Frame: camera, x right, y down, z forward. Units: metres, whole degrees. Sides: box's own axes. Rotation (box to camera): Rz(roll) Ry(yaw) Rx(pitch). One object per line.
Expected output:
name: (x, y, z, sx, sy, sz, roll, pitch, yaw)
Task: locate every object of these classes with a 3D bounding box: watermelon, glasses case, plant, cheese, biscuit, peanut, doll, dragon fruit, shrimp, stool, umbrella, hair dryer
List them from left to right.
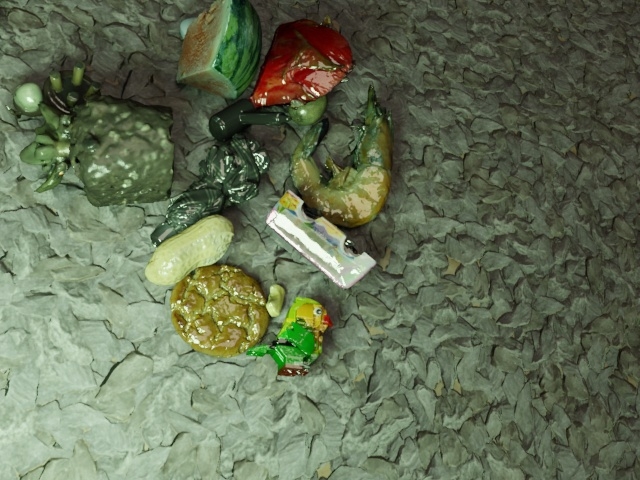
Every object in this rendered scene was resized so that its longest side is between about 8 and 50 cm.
stool: (-0.587, -0.325, 1.360, 0.217, 0.121, 0.125, -6, 72, -28)
plant: (-0.470, -0.192, 1.291, 0.313, 0.213, 0.215, 5, 69, -19)
peanut: (-0.281, 0.022, 1.315, 0.214, 0.098, 0.090, -31, 57, -16)
umbrella: (-0.260, -0.118, 1.386, 0.337, 0.128, 0.154, -37, 107, -26)
glasses case: (-0.285, -0.563, 1.618, 0.179, 0.045, 0.067, -16, 77, -27)
watermelon: (-0.255, -0.489, 1.499, 0.201, 0.261, 0.212, 9, 82, 5)
biscuit: (-0.219, 0.150, 1.338, 0.226, 0.042, 0.225, 8, 65, -17)
hair dryer: (-0.160, -0.282, 1.452, 0.114, 0.248, 0.070, -39, 125, -29)
cheese: (-0.104, 0.134, 1.380, 0.083, 0.030, 0.044, -80, 148, -48)
doll: (-0.056, 0.211, 1.336, 0.134, 0.106, 0.186, 34, 60, 2)
dragon fruit: (-0.047, -0.481, 1.575, 0.282, 0.100, 0.343, 3, 56, 17)
shrimp: (0.071, -0.241, 1.604, 0.272, 0.085, 0.444, 19, 67, -7)

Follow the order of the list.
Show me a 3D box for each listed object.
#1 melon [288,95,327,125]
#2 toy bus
melon: (-0.031, -0.359, 1.597, 0.098, 0.098, 0.130, 34, 60, -5)
toy bus: (0.000, 0.000, 1.451, 0.274, 0.090, 0.112, 40, 86, 1)
